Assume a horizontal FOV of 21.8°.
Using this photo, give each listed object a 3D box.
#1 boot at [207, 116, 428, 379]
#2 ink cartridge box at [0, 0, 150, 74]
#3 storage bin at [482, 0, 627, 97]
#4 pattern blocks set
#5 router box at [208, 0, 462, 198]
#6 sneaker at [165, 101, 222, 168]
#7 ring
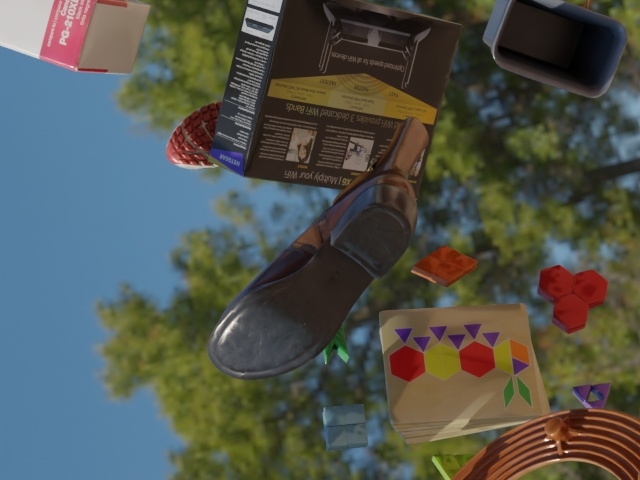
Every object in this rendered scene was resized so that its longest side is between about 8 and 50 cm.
[{"bbox_3d":[0.000,0.000,1.702,0.096,0.264,0.280,37,-160,-9],"label":"boot"},{"bbox_3d":[-0.363,-0.292,2.098,0.172,0.237,0.100,-14,-57,-73],"label":"ink cartridge box"},{"bbox_3d":[0.237,-0.217,1.727,0.091,0.135,0.098,-128,56,-70],"label":"storage bin"},{"bbox_3d":[0.159,0.141,1.840,0.026,0.325,0.285,97,177,-65],"label":"pattern blocks set"},{"bbox_3d":[0.023,-0.190,2.122,0.309,0.081,0.243,7,-78,-42],"label":"router box"},{"bbox_3d":[-0.125,-0.147,2.303,0.225,0.092,0.088,-26,-95,-40],"label":"sneaker"},{"bbox_3d":[0.208,0.304,1.597,0.032,0.336,0.336,41,-143,-35],"label":"ring"}]
